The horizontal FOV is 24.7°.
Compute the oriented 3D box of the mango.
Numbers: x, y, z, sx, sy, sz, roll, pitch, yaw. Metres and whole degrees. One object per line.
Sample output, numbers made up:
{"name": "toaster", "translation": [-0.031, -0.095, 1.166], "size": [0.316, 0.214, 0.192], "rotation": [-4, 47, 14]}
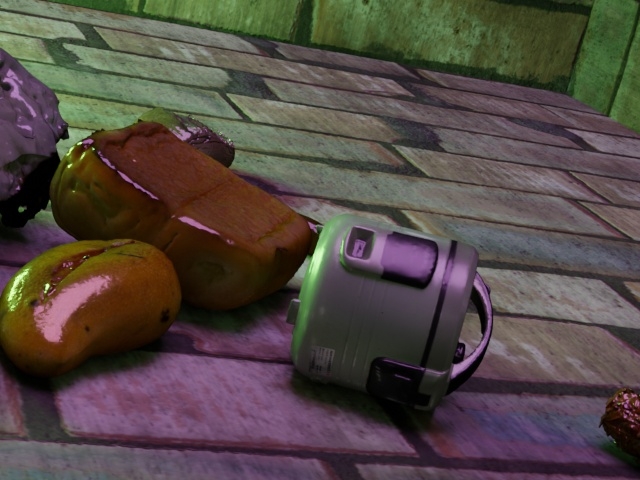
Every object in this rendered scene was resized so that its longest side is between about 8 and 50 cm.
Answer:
{"name": "mango", "translation": [-0.271, 0.069, 1.710], "size": [0.177, 0.120, 0.295], "rotation": [18, 17, 20]}

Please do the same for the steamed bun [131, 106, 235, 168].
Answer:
{"name": "steamed bun", "translation": [-0.237, -0.167, 2.535], "size": [0.145, 0.106, 0.175], "rotation": [25, 17, 31]}

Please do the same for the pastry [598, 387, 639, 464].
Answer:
{"name": "pastry", "translation": [0.408, 0.245, 1.773], "size": [0.063, 0.087, 0.169], "rotation": [-34, 40, -23]}

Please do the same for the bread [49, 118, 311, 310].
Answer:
{"name": "bread", "translation": [-0.187, -0.019, 1.999], "size": [0.328, 0.148, 0.337], "rotation": [33, 16, 3]}

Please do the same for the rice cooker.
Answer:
{"name": "rice cooker", "translation": [0.089, 0.088, 1.783], "size": [0.244, 0.226, 0.226], "rotation": [17, 17, 2]}

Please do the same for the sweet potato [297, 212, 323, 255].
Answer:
{"name": "sweet potato", "translation": [0.000, 0.001, 2.274], "size": [0.265, 0.057, 0.057], "rotation": [23, 18, 17]}

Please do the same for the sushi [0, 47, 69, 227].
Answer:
{"name": "sushi", "translation": [-0.479, -0.112, 2.014], "size": [0.234, 0.207, 0.348], "rotation": [47, 24, -13]}
